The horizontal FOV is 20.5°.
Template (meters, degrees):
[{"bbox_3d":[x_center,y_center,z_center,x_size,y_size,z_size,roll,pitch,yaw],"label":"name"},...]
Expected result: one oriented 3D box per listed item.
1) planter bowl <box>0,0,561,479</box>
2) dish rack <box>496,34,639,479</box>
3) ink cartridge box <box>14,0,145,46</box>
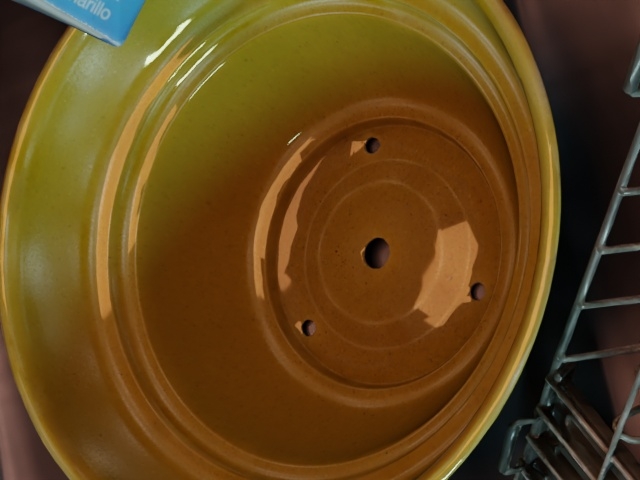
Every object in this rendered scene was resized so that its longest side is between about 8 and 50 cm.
[{"bbox_3d":[0.000,0.000,0.599,0.217,0.090,0.217,-6,79,32],"label":"planter bowl"},{"bbox_3d":[0.144,0.048,0.466,0.208,0.074,0.271,54,144,39],"label":"dish rack"},{"bbox_3d":[-0.109,-0.216,0.591,0.171,0.168,0.232,28,90,56],"label":"ink cartridge box"}]
